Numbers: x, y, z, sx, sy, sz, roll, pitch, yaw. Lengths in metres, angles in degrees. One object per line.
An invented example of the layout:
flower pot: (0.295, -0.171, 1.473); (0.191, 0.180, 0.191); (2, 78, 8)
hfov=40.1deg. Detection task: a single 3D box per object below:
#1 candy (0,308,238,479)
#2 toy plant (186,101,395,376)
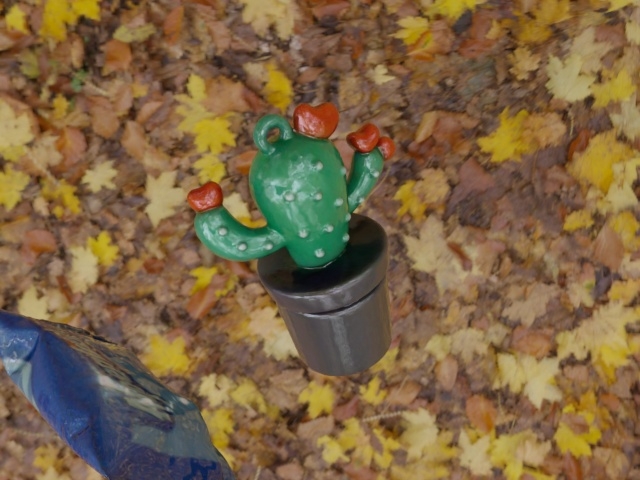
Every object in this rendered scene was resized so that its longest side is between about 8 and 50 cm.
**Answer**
candy: (-0.179, 0.145, 0.765); (0.331, 0.187, 0.077); (30, 89, 43)
toy plant: (-0.013, 0.003, 1.197); (0.279, 0.185, 0.400); (-12, 128, 4)
